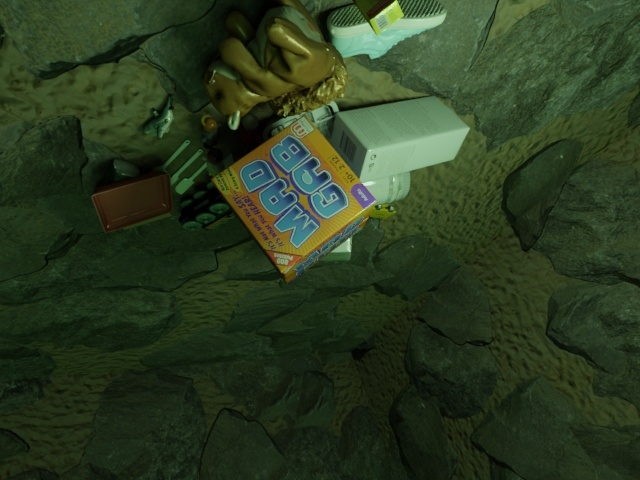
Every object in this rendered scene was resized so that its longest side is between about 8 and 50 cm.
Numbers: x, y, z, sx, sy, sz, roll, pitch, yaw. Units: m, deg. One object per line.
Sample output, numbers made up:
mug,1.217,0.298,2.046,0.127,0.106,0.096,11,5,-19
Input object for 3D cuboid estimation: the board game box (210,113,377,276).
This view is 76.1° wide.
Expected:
board game box,-0.083,-0.113,1.372,0.357,0.356,0.356,-37,172,-9

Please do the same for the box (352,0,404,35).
box,0.134,-0.658,1.104,0.087,0.232,0.058,-31,149,17

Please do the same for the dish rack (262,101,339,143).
dish rack,-0.049,-0.385,1.557,0.286,0.072,0.332,-24,147,5

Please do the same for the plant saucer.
plant saucer,-0.671,-0.146,1.475,0.259,0.047,0.259,-23,161,-26

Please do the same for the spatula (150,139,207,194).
spatula,-0.515,-0.269,1.524,0.242,0.019,0.168,-36,143,23

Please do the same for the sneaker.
sneaker,0.198,-0.650,1.266,0.367,0.135,0.150,-8,154,-3

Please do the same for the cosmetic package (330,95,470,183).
cosmetic package,0.291,-0.385,1.527,0.454,0.230,0.161,-17,146,-22

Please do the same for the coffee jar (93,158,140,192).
coffee jar,-0.727,-0.199,1.454,0.184,0.079,0.096,-41,150,28

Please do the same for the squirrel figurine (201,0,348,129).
squirrel figurine,-0.138,-0.472,1.210,0.371,0.280,0.397,-33,143,31

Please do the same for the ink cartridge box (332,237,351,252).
ink cartridge box,0.000,0.000,1.877,0.280,0.160,0.384,0,171,3

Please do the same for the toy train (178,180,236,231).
toy train,-0.419,-0.127,1.646,0.334,0.142,0.190,-25,157,33

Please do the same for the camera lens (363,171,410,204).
camera lens,0.214,-0.255,1.749,0.275,0.219,0.219,-10,146,-16

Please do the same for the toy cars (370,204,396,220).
toy cars,0.180,-0.140,2.030,0.395,0.087,0.176,-13,158,-3

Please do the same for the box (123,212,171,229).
box,-0.722,-0.122,1.624,0.202,0.021,0.164,-17,147,-3

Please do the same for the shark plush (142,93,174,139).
shark plush,-0.513,-0.395,1.311,0.067,0.073,0.161,33,131,-16

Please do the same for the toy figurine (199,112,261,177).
toy figurine,-0.298,-0.320,1.387,0.210,0.212,0.148,-4,157,-17

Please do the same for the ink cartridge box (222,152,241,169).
ink cartridge box,-0.288,-0.252,1.592,0.060,0.104,0.180,-38,144,21
